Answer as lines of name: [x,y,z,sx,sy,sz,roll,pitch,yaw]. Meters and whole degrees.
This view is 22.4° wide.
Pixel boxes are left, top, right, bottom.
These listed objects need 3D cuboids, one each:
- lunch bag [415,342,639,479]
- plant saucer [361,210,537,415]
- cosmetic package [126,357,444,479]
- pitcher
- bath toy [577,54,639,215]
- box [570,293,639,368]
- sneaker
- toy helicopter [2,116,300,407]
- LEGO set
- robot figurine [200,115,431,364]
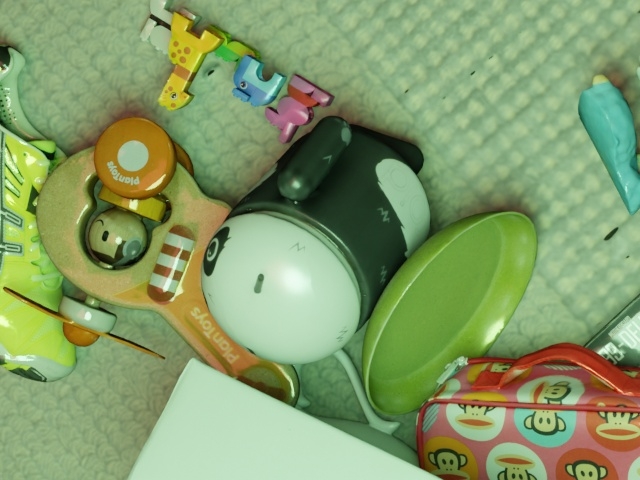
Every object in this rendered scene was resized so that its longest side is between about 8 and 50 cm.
lunch bag: [0.238,0.218,1.566,0.293,0.120,0.258,3,113,27]
plant saucer: [0.120,0.065,1.594,0.037,0.241,0.241,39,105,30]
cosmetic package: [0.032,0.271,1.479,0.385,0.217,0.156,26,78,16]
pitcher: [0.027,0.218,1.691,0.207,0.125,0.177,29,95,23]
bath toy: [0.425,-0.154,1.531,0.348,0.151,0.129,-27,76,9]
box: [0.438,0.101,1.582,0.242,0.076,0.307,46,105,7]
sneaker: [-0.341,-0.032,1.751,0.147,0.145,0.384,-22,91,16]
toy helicopter: [-0.164,0.061,1.679,0.235,0.140,0.355,-41,83,-1]
LEGO set: [-0.113,-0.168,1.703,0.227,0.087,0.093,32,102,11]
robot figurine: [-0.002,-0.002,1.591,0.173,0.278,0.209,-17,115,44]
